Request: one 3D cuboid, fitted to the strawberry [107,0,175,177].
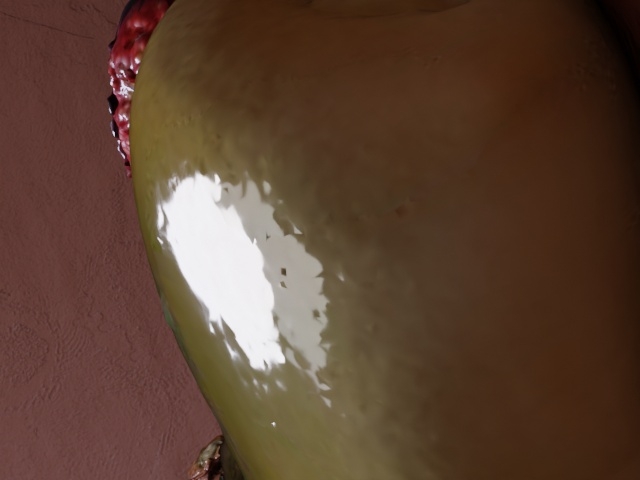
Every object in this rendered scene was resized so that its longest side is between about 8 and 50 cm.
[{"bbox_3d":[-0.043,-0.094,1.214,0.220,0.274,0.274,30,-162,-35],"label":"strawberry"}]

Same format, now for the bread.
[{"bbox_3d":[0.050,0.029,0.936,0.348,0.253,0.376,45,160,55],"label":"bread"}]

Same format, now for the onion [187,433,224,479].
[{"bbox_3d":[0.048,0.279,1.876,0.353,0.353,0.354,157,90,-84],"label":"onion"}]

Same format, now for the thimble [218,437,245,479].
[{"bbox_3d":[0.061,0.203,1.499,0.150,0.270,0.271,70,174,-47],"label":"thimble"}]
